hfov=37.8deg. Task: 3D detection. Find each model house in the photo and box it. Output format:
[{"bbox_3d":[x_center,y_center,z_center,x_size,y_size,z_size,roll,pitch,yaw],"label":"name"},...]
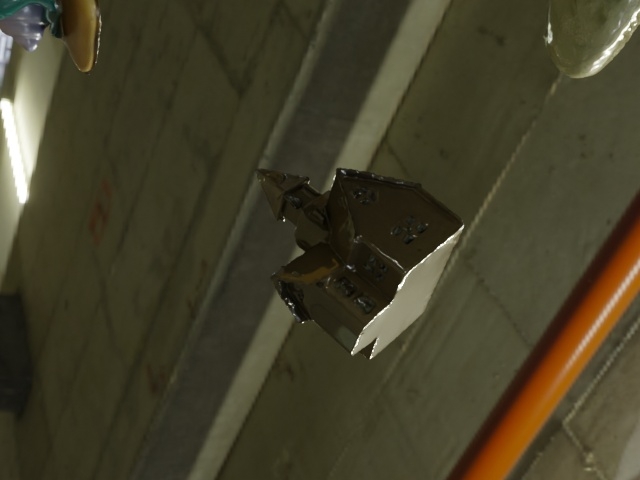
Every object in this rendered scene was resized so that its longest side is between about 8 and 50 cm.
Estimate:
[{"bbox_3d":[0.000,0.000,1.065,0.248,0.176,0.181,39,-39,21],"label":"model house"}]

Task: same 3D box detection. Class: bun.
[{"bbox_3d":[0.324,-0.298,1.037,0.116,0.210,0.237,37,-68,10],"label":"bun"}]

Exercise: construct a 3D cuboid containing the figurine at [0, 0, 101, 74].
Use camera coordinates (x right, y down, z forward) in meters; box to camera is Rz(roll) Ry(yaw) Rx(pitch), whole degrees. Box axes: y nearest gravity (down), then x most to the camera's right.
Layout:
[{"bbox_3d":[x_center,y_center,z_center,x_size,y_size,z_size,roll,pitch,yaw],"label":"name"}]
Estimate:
[{"bbox_3d":[-0.349,-0.237,0.874,0.208,0.257,0.181,57,-33,37],"label":"figurine"}]
